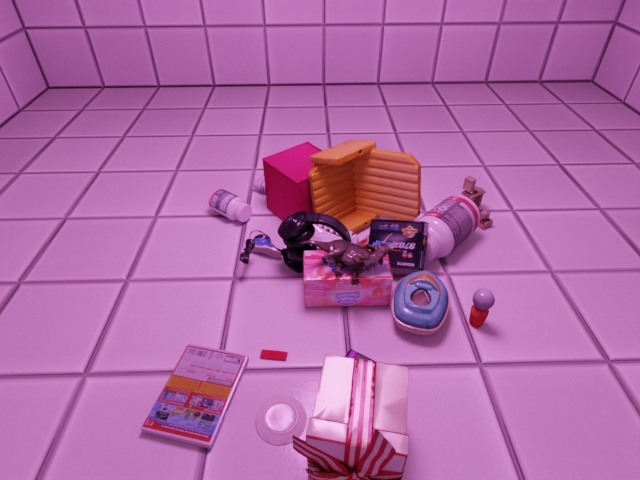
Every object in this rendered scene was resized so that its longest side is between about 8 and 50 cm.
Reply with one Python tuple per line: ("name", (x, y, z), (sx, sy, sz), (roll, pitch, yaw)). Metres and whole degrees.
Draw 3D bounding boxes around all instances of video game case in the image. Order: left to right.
("video game case", (-0.350, 0.434, 1.236), (0.203, 0.025, 0.285), (8, 40, 10))

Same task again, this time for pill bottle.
("pill bottle", (-0.390, -0.149, 1.874), (0.180, 0.108, 0.108), (26, 46, 27))
("pill bottle", (0.474, -0.041, 1.686), (0.176, 0.176, 0.318), (31, 49, 32))

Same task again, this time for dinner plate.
("dinner plate", (-0.108, 0.488, 1.178), (0.141, 0.017, 0.141), (1, 41, 0))

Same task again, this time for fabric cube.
("fabric cube", (-0.072, -0.235, 1.860), (0.259, 0.258, 0.254), (-27, 46, -29))

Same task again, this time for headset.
("headset", (-0.089, 0.025, 1.564), (0.393, 0.244, 0.185), (2, 39, 11))

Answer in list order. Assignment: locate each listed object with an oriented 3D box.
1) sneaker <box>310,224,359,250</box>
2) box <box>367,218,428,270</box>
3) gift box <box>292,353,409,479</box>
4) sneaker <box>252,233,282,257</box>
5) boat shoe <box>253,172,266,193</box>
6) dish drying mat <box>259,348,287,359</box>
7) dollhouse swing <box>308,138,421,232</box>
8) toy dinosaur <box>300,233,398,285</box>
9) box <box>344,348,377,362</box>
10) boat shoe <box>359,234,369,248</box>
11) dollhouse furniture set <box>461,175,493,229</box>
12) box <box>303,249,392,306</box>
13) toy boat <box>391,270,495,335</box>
("sneaker", (0.000, 0.000, 1.703), (0.292, 0.110, 0.118), (13, 50, 16))
("box", (0.281, 0.013, 1.585), (0.220, 0.175, 0.051), (6, -4, 38))
("gift box", (0.082, 0.445, 1.036), (0.254, 0.277, 0.258), (3, 41, 11))
("sneaker", (-0.207, 0.016, 1.712), (0.152, 0.058, 0.085), (10, 49, 22))
("boat shoe", (-0.234, -0.327, 2.098), (0.084, 0.095, 0.258), (22, 43, 18))
("dish drying mat", (-0.145, 0.357, 1.341), (0.083, 0.008, 0.032), (3, 39, 6))
("dollhouse swing", (0.178, -0.180, 1.689), (0.315, 0.347, 0.305), (-29, 39, -29))
("toy dinosaur", (0.091, 0.052, 1.425), (0.313, 0.121, 0.160), (6, 29, 15))
("box", (0.130, 0.402, 1.269), (0.162, 0.029, 0.116), (21, 45, 26))
("boat shoe", (0.203, -0.004, 1.748), (0.137, 0.043, 0.049), (-26, 48, -26))
("dollhouse furniture set", (0.694, -0.171, 1.837), (0.101, 0.182, 0.161), (-22, 44, -24))
("box", (0.091, 0.133, 1.505), (0.299, 0.142, 0.154), (-2, 40, -1))
("toy boat", (0.399, 0.197, 1.422), (0.318, 0.148, 0.268), (9, 40, 12))
